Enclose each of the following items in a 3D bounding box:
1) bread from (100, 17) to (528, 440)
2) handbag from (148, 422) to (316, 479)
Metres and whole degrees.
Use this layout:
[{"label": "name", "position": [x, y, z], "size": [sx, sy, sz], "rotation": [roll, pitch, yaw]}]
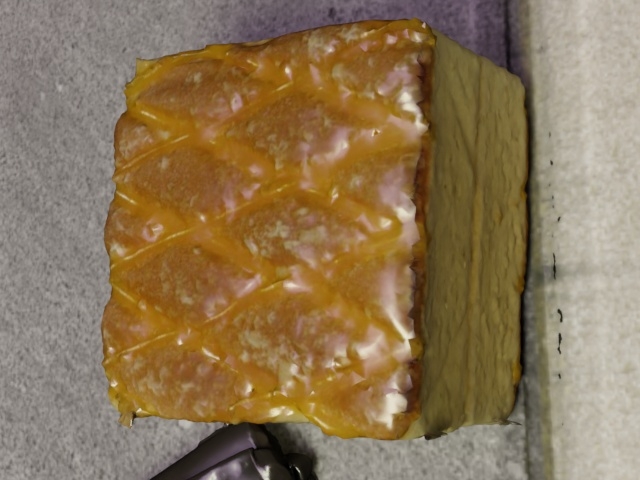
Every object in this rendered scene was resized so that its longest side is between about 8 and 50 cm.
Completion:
[{"label": "bread", "position": [0.000, 0.000, 0.849], "size": [0.279, 0.207, 0.279], "rotation": [-4, 83, 33]}, {"label": "handbag", "position": [-0.076, 0.314, 0.916], "size": [0.257, 0.113, 0.285], "rotation": [-40, 58, 15]}]
